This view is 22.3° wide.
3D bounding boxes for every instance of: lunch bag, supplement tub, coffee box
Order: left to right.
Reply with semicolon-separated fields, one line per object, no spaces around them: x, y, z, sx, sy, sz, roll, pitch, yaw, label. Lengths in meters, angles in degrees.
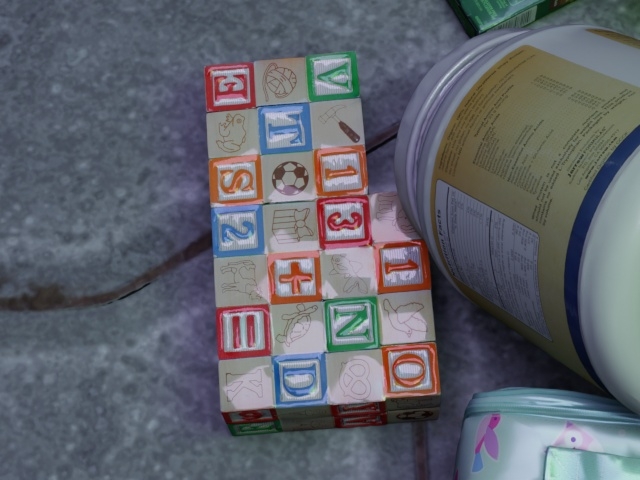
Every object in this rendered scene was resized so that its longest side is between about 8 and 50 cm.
0.191;-0.256;1.425;0.184;0.040;0.113;-29;70;-6;coffee box
0.207;-0.025;1.139;0.228;0.228;0.316;-37;30;-9;supplement tub
0.236;0.178;1.175;0.279;0.224;0.108;6;72;6;lunch bag

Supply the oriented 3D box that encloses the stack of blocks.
0.000;0.000;1.322;0.171;0.087;0.297;-5;70;1;stack of blocks
